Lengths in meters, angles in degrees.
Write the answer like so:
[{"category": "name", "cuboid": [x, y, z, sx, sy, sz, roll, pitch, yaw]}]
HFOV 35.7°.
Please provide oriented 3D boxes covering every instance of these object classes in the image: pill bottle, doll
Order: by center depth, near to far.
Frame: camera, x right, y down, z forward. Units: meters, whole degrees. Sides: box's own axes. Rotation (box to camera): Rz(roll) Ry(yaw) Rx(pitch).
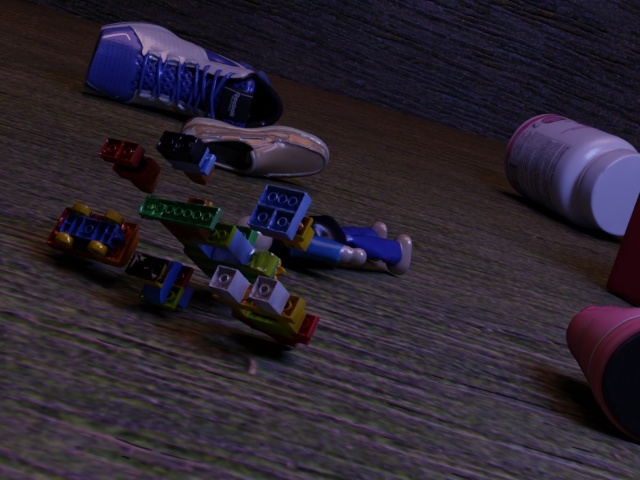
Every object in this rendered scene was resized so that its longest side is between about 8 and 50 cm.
[{"category": "doll", "cuboid": [0.000, 0.000, 0.907, 0.189, 0.046, 0.129, 6, 15, -40]}, {"category": "pill bottle", "cuboid": [0.444, -0.112, 1.689, 0.160, 0.160, 0.283, 12, 14, -21]}]

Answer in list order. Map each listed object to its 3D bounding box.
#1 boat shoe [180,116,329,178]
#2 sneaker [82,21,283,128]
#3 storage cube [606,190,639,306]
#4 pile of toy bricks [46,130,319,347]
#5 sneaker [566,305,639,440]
[{"category": "boat shoe", "cuboid": [-0.081, -0.104, 1.233, 0.189, 0.068, 0.072, 5, 27, -8]}, {"category": "sneaker", "cuboid": [-0.185, -0.239, 1.506, 0.315, 0.128, 0.182, 12, 11, -27]}, {"category": "storage cube", "cuboid": [0.477, 0.011, 1.136, 0.214, 0.193, 0.183, 9, 15, -26]}, {"category": "pile of toy bricks", "cuboid": [-0.078, 0.005, 0.705, 0.212, 0.118, 0.105, 14, -23, 30]}, {"category": "sneaker", "cuboid": [0.336, 0.097, 0.765, 0.313, 0.116, 0.136, 14, 12, -12]}]
